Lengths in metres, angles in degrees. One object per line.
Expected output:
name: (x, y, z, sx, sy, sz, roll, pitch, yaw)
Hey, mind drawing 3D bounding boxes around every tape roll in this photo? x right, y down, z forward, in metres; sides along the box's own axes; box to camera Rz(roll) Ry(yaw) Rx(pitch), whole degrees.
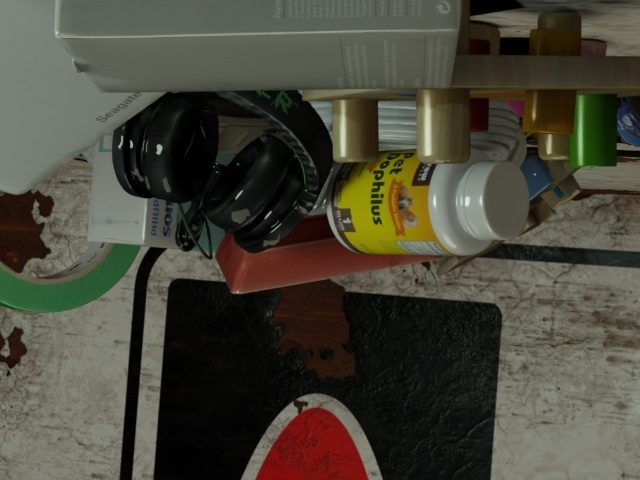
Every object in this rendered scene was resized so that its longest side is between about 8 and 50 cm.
tape roll: (-0.416, -0.053, 2.141, 0.321, 0.321, 0.077, 5, 177, -32)

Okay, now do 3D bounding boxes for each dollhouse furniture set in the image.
dollhouse furniture set: (0.276, -0.134, 2.076, 0.286, 0.198, 0.303, -24, 167, -44)

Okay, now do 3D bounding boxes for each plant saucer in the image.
plant saucer: (0.000, 0.000, 1.818, 0.258, 0.047, 0.259, -9, -170, -7)

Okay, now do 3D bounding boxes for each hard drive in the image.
hard drive: (-0.283, -0.138, 0.998, 0.233, 0.047, 0.353, -30, 150, 32)

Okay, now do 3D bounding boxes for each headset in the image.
headset: (-0.113, -0.102, 1.655, 0.243, 0.185, 0.394, 26, 149, -1)

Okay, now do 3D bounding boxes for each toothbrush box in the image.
toothbrush box: (-0.179, -0.091, 2.071, 0.126, 0.216, 0.295, 3, 179, 40)

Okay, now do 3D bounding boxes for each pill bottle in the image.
pill bottle: (0.117, -0.042, 1.567, 0.215, 0.117, 0.117, 0, 176, 44)

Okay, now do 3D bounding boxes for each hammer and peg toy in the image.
hammer and peg toy: (0.117, -0.121, 1.133, 0.266, 0.127, 0.361, -2, -176, -19)

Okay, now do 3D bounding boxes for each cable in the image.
cable: (0.098, -0.143, 1.638, 0.257, 0.089, 0.257, 4, 179, -4)

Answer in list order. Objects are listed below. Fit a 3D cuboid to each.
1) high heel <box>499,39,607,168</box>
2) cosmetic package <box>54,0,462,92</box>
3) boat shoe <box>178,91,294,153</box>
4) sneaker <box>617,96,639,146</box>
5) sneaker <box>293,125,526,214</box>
high heel: (0.174, -0.129, 1.401, 0.244, 0.117, 0.082, 3, 178, 38)
cosmetic package: (-0.034, -0.151, 0.877, 0.238, 0.107, 0.127, 2, 171, 2)
boat shoe: (-0.104, -0.163, 1.890, 0.112, 0.095, 0.335, -40, 156, 32)
sneaker: (0.380, -0.141, 1.462, 0.221, 0.083, 0.087, -1, 169, -34)
sneaker: (0.105, -0.119, 1.890, 0.321, 0.126, 0.127, -9, -163, 5)
